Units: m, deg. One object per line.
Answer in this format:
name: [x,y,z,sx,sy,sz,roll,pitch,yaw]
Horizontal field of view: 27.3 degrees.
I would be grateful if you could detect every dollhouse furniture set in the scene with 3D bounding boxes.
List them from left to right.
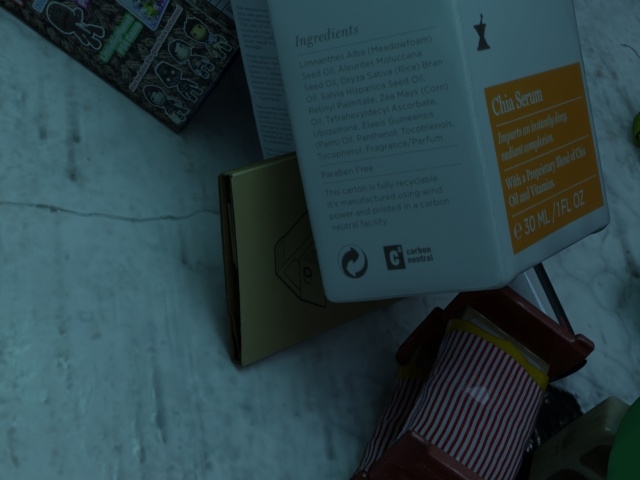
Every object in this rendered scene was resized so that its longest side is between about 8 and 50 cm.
dollhouse furniture set: [0.213,0.219,1.083,0.374,0.152,0.201,35,47,-8]

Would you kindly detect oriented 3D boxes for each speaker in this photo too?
speaker: [0.201,0.067,1.253,0.055,0.055,0.136,-4,61,-35]

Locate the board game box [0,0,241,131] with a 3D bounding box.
board game box: [-0.169,-0.284,1.197,0.291,0.141,0.232,37,46,-6]

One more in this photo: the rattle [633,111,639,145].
rattle: [0.467,-0.111,1.500,0.200,0.143,0.130,45,27,11]

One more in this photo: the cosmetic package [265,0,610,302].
cosmetic package: [0.082,-0.200,1.036,0.230,0.161,0.453,-23,104,-55]

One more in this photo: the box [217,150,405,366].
box: [0.000,0.000,1.119,0.201,0.021,0.164,-20,115,-41]

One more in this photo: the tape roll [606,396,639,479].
tape roll: [0.357,0.263,1.076,0.321,0.077,0.321,23,56,-39]

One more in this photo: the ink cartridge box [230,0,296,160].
ink cartridge box: [0.024,-0.235,1.188,0.071,0.330,0.324,10,43,21]
